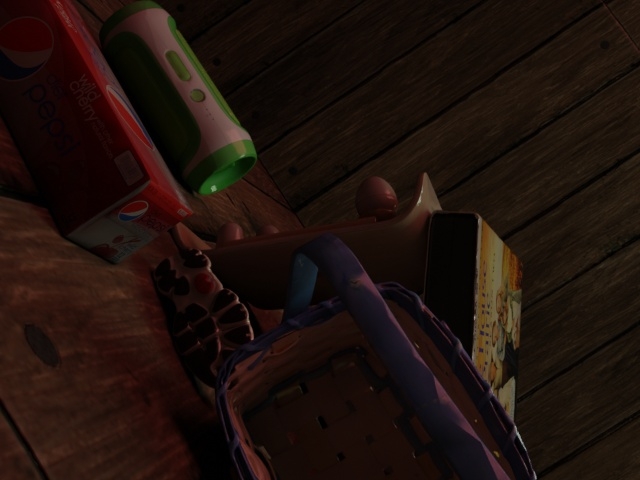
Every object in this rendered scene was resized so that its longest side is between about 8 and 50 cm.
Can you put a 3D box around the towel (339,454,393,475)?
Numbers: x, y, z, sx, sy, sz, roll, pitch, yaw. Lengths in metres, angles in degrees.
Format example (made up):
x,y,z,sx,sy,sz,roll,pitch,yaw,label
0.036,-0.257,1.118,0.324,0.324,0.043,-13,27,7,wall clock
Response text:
x,y,z,sx,sy,sz,roll,pitch,yaw,label
0.126,0.289,0.883,0.237,0.037,0.329,15,0,5,towel

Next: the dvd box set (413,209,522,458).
x,y,z,sx,sy,sz,roll,pitch,yaw,label
0.207,0.147,1.123,0.420,0.062,0.307,27,66,-68,dvd box set

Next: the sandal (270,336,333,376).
x,y,z,sx,sy,sz,roll,pitch,yaw,label
0.000,0.146,1.145,0.076,0.102,0.265,54,1,4,sandal

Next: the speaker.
x,y,z,sx,sy,sz,roll,pitch,yaw,label
-0.220,-0.219,1.312,0.296,0.131,0.131,57,3,9,speaker

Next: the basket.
x,y,z,sx,sy,sz,roll,pitch,yaw,label
0.045,0.151,0.616,0.254,0.201,0.289,57,-24,18,basket

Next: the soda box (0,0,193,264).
x,y,z,sx,sy,sz,roll,pitch,yaw,label
-0.213,-0.114,0.723,0.263,0.084,0.092,58,4,21,soda box

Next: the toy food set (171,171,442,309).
x,y,z,sx,sy,sz,roll,pitch,yaw,label
0.000,0.000,1.054,0.219,0.306,0.092,52,33,-63,toy food set

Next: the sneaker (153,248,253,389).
x,y,z,sx,sy,sz,roll,pitch,yaw,label
-0.096,0.074,0.777,0.071,0.068,0.170,61,-2,-42,sneaker

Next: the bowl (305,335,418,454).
x,y,z,sx,sy,sz,roll,pitch,yaw,label
0.117,0.235,1.251,0.298,0.134,0.298,45,12,-12,bowl
